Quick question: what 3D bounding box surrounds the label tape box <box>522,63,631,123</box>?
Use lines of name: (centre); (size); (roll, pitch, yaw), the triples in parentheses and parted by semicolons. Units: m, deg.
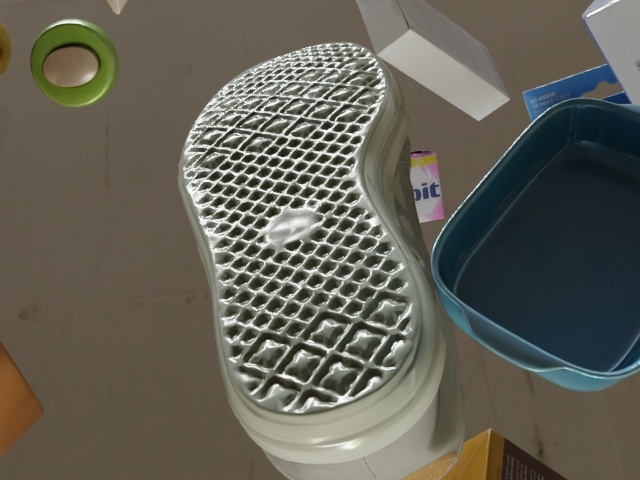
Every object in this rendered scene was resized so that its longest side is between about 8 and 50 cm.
label tape box: (0.481, -0.103, 1.644); (0.249, 0.115, 0.348); (-17, -84, 12)

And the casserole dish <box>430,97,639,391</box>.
casserole dish: (0.130, 0.002, 0.521); (0.114, 0.037, 0.188); (29, -126, 20)

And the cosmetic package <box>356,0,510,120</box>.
cosmetic package: (0.148, -0.244, 1.378); (0.060, 0.239, 0.099); (-36, -126, 26)

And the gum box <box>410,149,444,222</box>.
gum box: (0.090, -0.073, 1.653); (0.188, 0.062, 0.107); (-11, -81, -15)

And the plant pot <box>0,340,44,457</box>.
plant pot: (-0.478, 0.182, 1.300); (0.203, 0.291, 0.291); (-33, -116, -17)

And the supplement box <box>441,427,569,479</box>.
supplement box: (0.190, 0.334, 1.064); (0.194, 0.129, 0.191); (34, -138, -18)

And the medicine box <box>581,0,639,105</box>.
medicine box: (0.481, -0.241, 1.267); (0.263, 0.149, 0.289); (56, -134, -12)

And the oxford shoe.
oxford shoe: (0.000, 0.000, 0.714); (0.169, 0.130, 0.449); (-20, -144, 7)

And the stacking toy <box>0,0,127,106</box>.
stacking toy: (-0.415, -0.325, 1.512); (0.279, 0.309, 0.130); (20, -161, -7)
